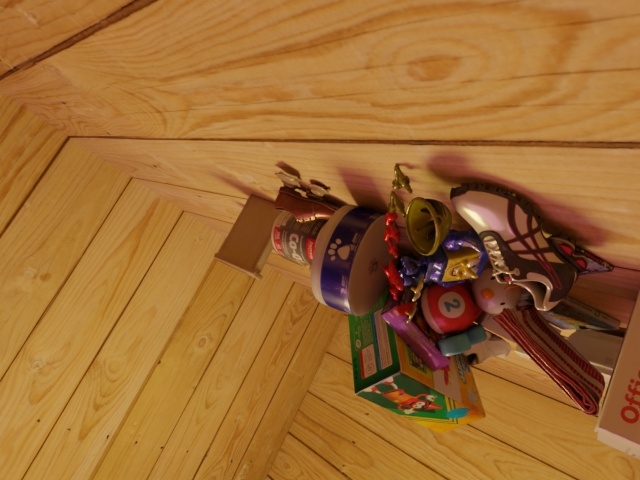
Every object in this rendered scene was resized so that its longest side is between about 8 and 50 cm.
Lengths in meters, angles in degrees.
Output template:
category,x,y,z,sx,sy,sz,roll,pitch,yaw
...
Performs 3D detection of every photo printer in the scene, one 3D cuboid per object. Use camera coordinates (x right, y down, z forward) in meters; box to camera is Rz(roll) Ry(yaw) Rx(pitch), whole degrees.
category,x,y,z,sx,sy,sz,roll,pitch,yaw
photo printer,0.801,0.338,1.114,0.256,0.107,0.307,12,164,43

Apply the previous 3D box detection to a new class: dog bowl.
category,x,y,z,sx,sy,sz,roll,pitch,yaw
dog bowl,0.091,0.049,1.078,0.104,0.264,0.265,18,164,30

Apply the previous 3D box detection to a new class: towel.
category,x,y,z,sx,sy,sz,roll,pitch,yaw
towel,0.513,0.237,0.940,0.329,0.037,0.237,8,-143,-54

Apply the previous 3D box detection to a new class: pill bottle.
category,x,y,z,sx,sy,sz,roll,pitch,yaw
pill bottle,0.000,0.000,1.297,0.283,0.161,0.161,15,163,42

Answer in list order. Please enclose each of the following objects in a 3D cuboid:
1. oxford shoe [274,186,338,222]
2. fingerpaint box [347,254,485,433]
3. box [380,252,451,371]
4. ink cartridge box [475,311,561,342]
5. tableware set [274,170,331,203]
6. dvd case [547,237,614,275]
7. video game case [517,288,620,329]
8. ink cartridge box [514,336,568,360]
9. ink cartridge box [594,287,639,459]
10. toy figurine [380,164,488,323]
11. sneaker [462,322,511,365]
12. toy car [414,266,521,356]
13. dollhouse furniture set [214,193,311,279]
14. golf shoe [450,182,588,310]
category,x,y,z,sx,sy,sz,roll,pitch,yaw
oxford shoe,-0.026,-0.076,1.179,0.212,0.076,0.076,20,171,14
fingerpaint box,0.257,0.278,1.266,0.371,0.444,0.163,33,124,-30
box,0.275,0.181,1.168,0.201,0.293,0.057,47,120,-7
ink cartridge box,0.549,0.240,1.252,0.213,0.093,0.154,28,179,0
tableware set,-0.045,-0.140,1.150,0.169,0.020,0.141,24,173,-4
dvd case,0.467,0.030,0.812,0.120,0.013,0.087,27,167,-4
video game case,0.600,0.177,1.102,0.193,0.023,0.212,26,167,1
ink cartridge box,0.701,0.337,1.363,0.135,0.099,0.056,14,161,41
ink cartridge box,0.688,0.264,0.671,0.395,0.285,0.166,16,162,38
toy figurine,0.266,0.002,0.903,0.217,0.191,0.362,-11,140,-8
sneaker,0.466,0.315,1.260,0.232,0.115,0.090,28,180,-34
toy car,0.384,0.131,1.034,0.238,0.219,0.210,-28,164,37
dollhouse furniture set,-0.179,0.044,1.620,0.362,0.256,0.394,22,166,23
golf shoe,0.328,0.006,0.740,0.273,0.120,0.105,35,168,-3
